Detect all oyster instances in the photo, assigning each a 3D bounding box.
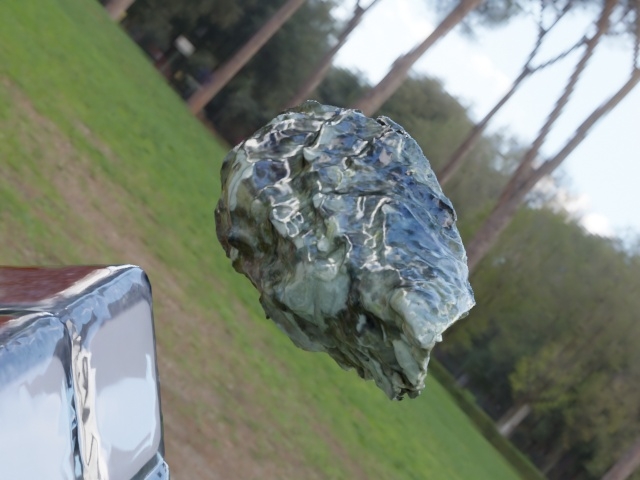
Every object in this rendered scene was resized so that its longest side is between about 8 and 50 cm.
[{"bbox_3d":[0.002,0.002,0.746,0.087,0.199,0.252,42,36,-39],"label":"oyster"}]

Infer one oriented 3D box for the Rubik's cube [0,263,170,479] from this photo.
[{"bbox_3d":[-0.241,0.184,0.491,0.304,0.305,0.301,-34,121,-72],"label":"Rubik's cube"}]
